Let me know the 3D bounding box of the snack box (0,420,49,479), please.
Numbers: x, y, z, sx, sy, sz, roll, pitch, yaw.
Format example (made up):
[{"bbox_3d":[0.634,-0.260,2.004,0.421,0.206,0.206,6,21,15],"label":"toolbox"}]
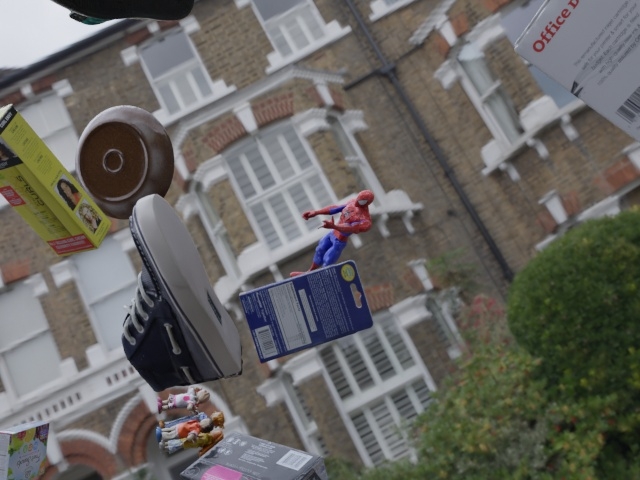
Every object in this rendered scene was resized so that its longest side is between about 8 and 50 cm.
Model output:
[{"bbox_3d":[-0.560,0.398,1.425,0.037,0.100,0.141,6,-4,8],"label":"snack box"}]

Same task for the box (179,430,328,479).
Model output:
[{"bbox_3d":[-0.118,0.489,1.467,0.247,0.142,0.163,4,24,39],"label":"box"}]

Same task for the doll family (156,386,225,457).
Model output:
[{"bbox_3d":[-0.322,0.470,1.918,0.163,0.119,0.263,-8,16,-9],"label":"doll family"}]

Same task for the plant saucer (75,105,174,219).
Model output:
[{"bbox_3d":[-0.348,-0.135,1.315,0.198,0.199,0.036,-33,-8,16],"label":"plant saucer"}]

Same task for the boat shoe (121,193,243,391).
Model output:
[{"bbox_3d":[-0.241,0.096,1.123,0.158,0.127,0.341,-17,-56,5],"label":"boat shoe"}]

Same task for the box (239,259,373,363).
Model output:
[{"bbox_3d":[-0.025,0.131,1.425,0.225,0.137,0.036,-17,2,1],"label":"box"}]

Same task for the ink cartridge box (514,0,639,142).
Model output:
[{"bbox_3d":[0.358,-0.225,0.858,0.092,0.219,0.160,-46,-8,-47],"label":"ink cartridge box"}]

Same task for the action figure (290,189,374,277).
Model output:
[{"bbox_3d":[0.000,0.000,1.485,0.139,0.092,0.280,9,-48,-36],"label":"action figure"}]

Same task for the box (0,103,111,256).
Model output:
[{"bbox_3d":[-0.403,-0.079,1.082,0.087,0.058,0.232,-9,-47,25],"label":"box"}]

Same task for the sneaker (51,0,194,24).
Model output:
[{"bbox_3d":[-0.342,-0.379,1.098,0.178,0.124,0.295,12,11,31],"label":"sneaker"}]
